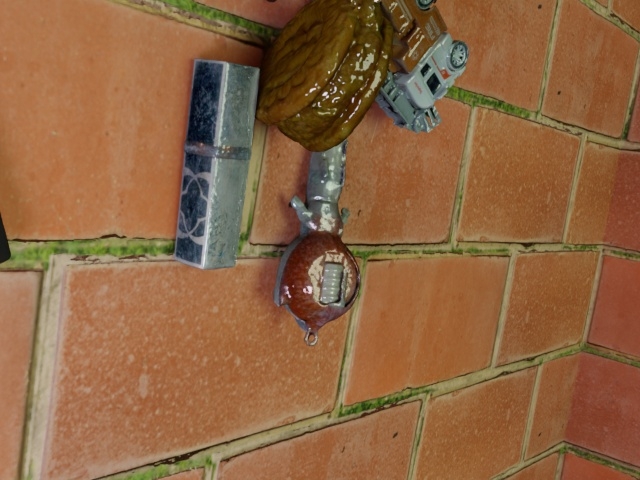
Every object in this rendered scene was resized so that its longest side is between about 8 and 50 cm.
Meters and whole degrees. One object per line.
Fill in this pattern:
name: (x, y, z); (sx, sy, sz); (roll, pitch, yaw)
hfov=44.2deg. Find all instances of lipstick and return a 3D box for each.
lipstick: (-0.146, -0.102, 1.099); (0.076, 0.077, 0.290); (-6, 106, -51)

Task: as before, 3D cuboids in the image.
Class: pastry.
pastry: (0.011, -0.245, 1.128); (0.132, 0.240, 0.235); (33, 91, -29)

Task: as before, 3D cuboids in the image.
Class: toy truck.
toy truck: (0.122, -0.332, 1.331); (0.184, 0.133, 0.338); (-53, 135, -12)

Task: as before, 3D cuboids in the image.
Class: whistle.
whistle: (0.001, 0.000, 1.288); (0.142, 0.134, 0.346); (7, 87, -16)

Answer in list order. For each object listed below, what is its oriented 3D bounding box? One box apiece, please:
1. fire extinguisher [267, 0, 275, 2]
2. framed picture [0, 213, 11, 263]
fire extinguisher: (-0.040, -0.404, 1.173); (0.132, 0.039, 0.056); (-49, 144, -31)
framed picture: (-0.449, -0.050, 0.709); (0.347, 0.016, 0.265); (-34, 120, -55)
